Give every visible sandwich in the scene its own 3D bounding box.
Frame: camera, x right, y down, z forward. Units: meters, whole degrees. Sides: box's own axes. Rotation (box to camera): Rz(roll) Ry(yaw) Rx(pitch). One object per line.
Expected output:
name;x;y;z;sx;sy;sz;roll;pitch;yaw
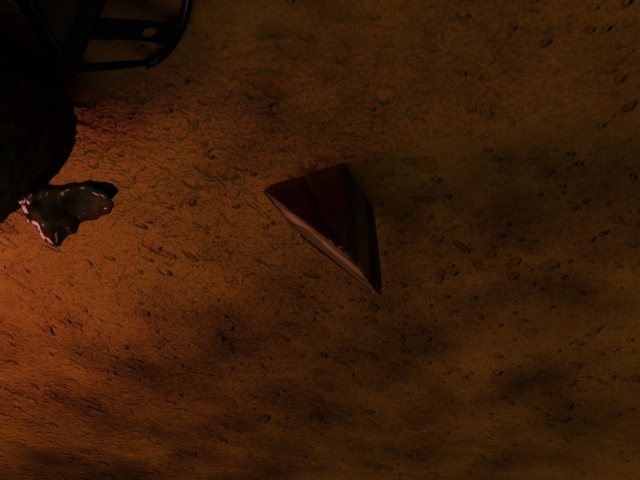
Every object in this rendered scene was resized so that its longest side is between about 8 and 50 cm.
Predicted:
sandwich;0.000;0.000;0.949;0.144;0.187;0.117;-21;132;20

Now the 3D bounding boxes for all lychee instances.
lychee;-0.426;-0.128;0.791;0.270;0.270;0.320;-14;123;22

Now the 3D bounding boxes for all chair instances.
chair;-0.287;-0.269;0.712;0.260;0.141;0.154;-20;163;-45
